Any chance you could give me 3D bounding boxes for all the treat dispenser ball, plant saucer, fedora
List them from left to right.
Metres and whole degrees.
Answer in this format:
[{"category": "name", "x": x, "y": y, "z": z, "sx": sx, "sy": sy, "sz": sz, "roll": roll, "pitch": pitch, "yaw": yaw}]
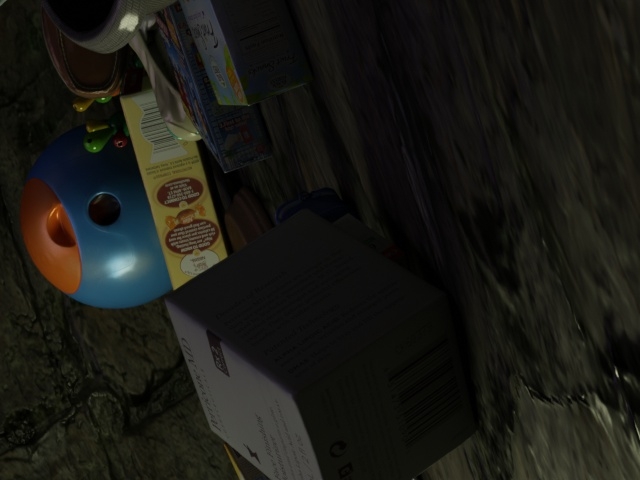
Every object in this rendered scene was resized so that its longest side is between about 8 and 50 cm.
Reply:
[{"category": "fedora", "x": -0.209, "y": -0.333, "z": 1.760, "sx": 0.244, "sy": 0.124, "sz": 0.275, "roll": -4, "pitch": 102, "yaw": 55}, {"category": "treat dispenser ball", "x": -0.310, "y": -0.041, "z": 2.647, "sx": 0.288, "sy": 0.288, "sz": 0.288, "roll": 159, "pitch": 90, "yaw": -81}, {"category": "plant saucer", "x": -0.062, "y": 0.066, "z": 2.211, "sx": 0.278, "sy": 0.041, "sz": 0.278, "roll": 160, "pitch": 90, "yaw": -81}]

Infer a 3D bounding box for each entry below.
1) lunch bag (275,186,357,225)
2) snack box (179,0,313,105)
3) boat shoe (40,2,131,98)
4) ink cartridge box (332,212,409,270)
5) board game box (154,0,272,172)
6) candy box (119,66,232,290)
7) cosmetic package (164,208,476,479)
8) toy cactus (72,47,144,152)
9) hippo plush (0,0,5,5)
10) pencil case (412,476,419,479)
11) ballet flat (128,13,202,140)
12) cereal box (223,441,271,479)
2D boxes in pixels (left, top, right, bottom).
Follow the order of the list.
[{"category": "lunch bag", "x": 0.000, "y": 0.000, "z": 1.577, "sx": 0.065, "sy": 0.067, "sz": 0.098, "roll": -132, "pitch": 24, "yaw": -66}, {"category": "snack box", "x": -0.086, "y": -0.226, "z": 1.559, "sx": 0.174, "sy": 0.070, "sz": 0.207, "roll": -162, "pitch": 49, "yaw": -78}, {"category": "boat shoe", "x": -0.308, "y": -0.345, "z": 2.242, "sx": 0.116, "sy": 0.123, "sz": 0.324, "roll": 179, "pitch": 85, "yaw": -87}, {"category": "ink cartridge box", "x": 0.053, "y": 0.031, "z": 1.431, "sx": 0.115, "sy": 0.029, "sz": 0.063, "roll": 35, "pitch": 150, "yaw": 42}, {"category": "board game box", "x": -0.128, "y": -0.201, "z": 1.905, "sx": 0.194, "sy": 0.060, "sz": 0.194, "roll": -125, "pitch": 18, "yaw": -59}, {"category": "candy box", "x": -0.183, "y": -0.069, "z": 2.320, "sx": 0.183, "sy": 0.087, "sz": 0.316, "roll": -103, "pitch": -1, "yaw": -74}, {"category": "cosmetic package", "x": 0.001, "y": 0.098, "z": 1.385, "sx": 0.184, "sy": 0.151, "sz": 0.151, "roll": 31, "pitch": 146, "yaw": 46}, {"category": "toy cactus", "x": -0.256, "y": -0.213, "z": 2.446, "sx": 0.112, "sy": 0.180, "sz": 0.219, "roll": -21, "pitch": 50, "yaw": 46}, {"category": "hippo plush", "x": -0.252, "y": -0.356, "z": 1.992, "sx": 0.236, "sy": 0.234, "sz": 0.294, "roll": 32, "pitch": -134, "yaw": -51}, {"category": "pencil case", "x": 0.016, "y": 0.218, "z": 1.855, "sx": 0.273, "sy": 0.113, "sz": 0.124, "roll": -125, "pitch": 40, "yaw": -59}, {"category": "ballet flat", "x": -0.184, "y": -0.240, "z": 2.153, "sx": 0.086, "sy": 0.086, "sz": 0.248, "roll": 90, "pitch": 156, "yaw": -67}, {"category": "cereal box", "x": -0.020, "y": 0.337, "z": 1.884, "sx": 0.240, "sy": 0.047, "sz": 0.173, "roll": 55, "pitch": 169, "yaw": 47}]
